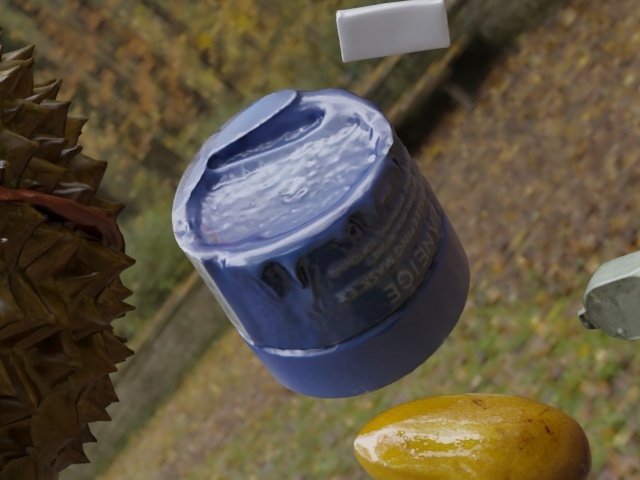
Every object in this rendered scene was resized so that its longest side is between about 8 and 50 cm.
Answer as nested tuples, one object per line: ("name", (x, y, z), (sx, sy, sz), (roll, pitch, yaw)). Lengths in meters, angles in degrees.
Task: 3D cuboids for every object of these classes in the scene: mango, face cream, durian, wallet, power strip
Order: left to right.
("durian", (-0.277, 0.043, 0.966), (0.384, 0.347, 0.347), (-57, 7, 3))
("face cream", (0.000, 0.000, 1.697), (0.249, 0.225, 0.249), (-18, 44, 18))
("wallet", (0.081, -0.234, 1.855), (0.122, 0.061, 0.025), (-8, 25, 4))
("mango", (0.138, 0.195, 1.535), (0.145, 0.219, 0.112), (-97, 17, -70))
("power strip", (0.345, 0.031, 1.468), (0.286, 0.080, 0.048), (-22, 23, 43))
